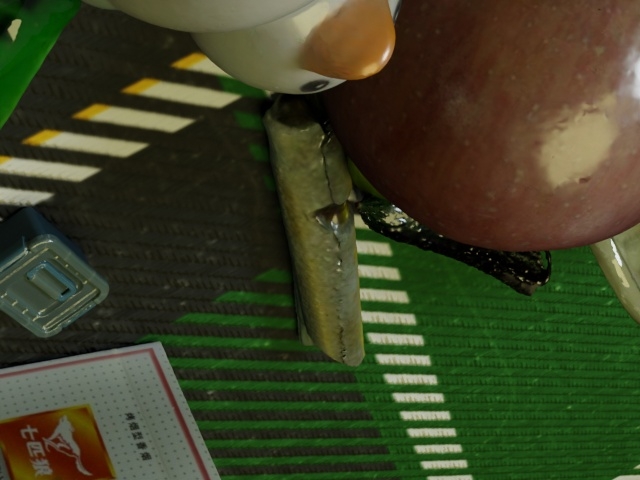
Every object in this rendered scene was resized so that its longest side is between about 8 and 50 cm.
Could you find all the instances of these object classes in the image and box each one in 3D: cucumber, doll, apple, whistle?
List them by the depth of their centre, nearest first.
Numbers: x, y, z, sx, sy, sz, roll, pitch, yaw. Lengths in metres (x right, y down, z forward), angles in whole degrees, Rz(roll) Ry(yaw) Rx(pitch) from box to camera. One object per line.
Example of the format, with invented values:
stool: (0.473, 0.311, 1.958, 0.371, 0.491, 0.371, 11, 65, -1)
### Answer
doll: (-0.045, -0.189, 0.717, 0.221, 0.251, 0.221, -36, 159, -17)
apple: (0.154, -0.134, 0.905, 0.305, 0.306, 0.235, -1, 128, -32)
whistle: (0.000, -0.001, 1.124, 0.067, 0.057, 0.326, 13, 141, 17)
cucumber: (0.128, -0.010, 1.191, 0.245, 0.067, 0.067, 22, 118, -43)

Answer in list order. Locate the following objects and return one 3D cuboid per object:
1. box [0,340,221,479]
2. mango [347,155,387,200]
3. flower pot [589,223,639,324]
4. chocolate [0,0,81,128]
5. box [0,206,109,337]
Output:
box: (-0.258, 0.211, 1.057, 0.330, 0.210, 0.095, -10, 136, -24)
mango: (0.075, -0.077, 1.062, 0.165, 0.074, 0.091, 0, 122, -52)
flower pot: (0.348, -0.061, 1.111, 0.244, 0.308, 0.307, -26, 143, 19)
chocolate: (-0.377, -0.099, 0.697, 0.360, 0.161, 0.341, 17, 121, -42)
box: (-0.223, 0.022, 1.006, 0.074, 0.054, 0.099, -33, 141, 5)
